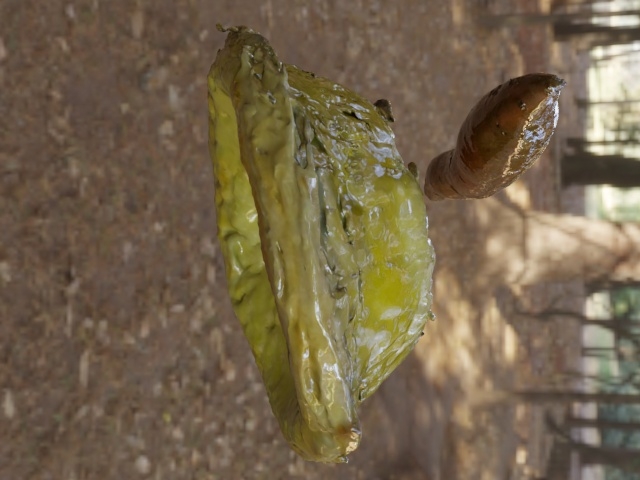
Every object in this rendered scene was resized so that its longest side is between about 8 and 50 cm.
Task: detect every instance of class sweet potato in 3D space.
[{"bbox_3d":[0.115,-0.060,0.755,0.264,0.057,0.057,120,-26,-74],"label":"sweet potato"}]

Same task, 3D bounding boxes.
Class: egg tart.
[{"bbox_3d":[0.000,0.000,0.756,0.315,0.120,0.315,168,-90,-80],"label":"egg tart"}]
